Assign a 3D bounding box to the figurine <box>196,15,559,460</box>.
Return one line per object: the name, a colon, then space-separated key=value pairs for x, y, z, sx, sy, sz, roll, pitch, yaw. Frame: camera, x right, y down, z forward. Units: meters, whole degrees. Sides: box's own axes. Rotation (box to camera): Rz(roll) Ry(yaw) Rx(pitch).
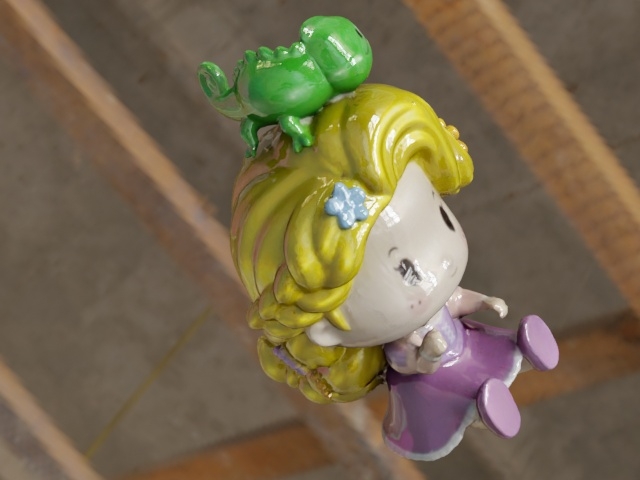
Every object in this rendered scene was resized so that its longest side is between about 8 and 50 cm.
figurine: x=0.000 y=0.000 z=0.641 sx=0.115 sy=0.095 sz=0.156 roll=-12 pitch=-57 yaw=37
